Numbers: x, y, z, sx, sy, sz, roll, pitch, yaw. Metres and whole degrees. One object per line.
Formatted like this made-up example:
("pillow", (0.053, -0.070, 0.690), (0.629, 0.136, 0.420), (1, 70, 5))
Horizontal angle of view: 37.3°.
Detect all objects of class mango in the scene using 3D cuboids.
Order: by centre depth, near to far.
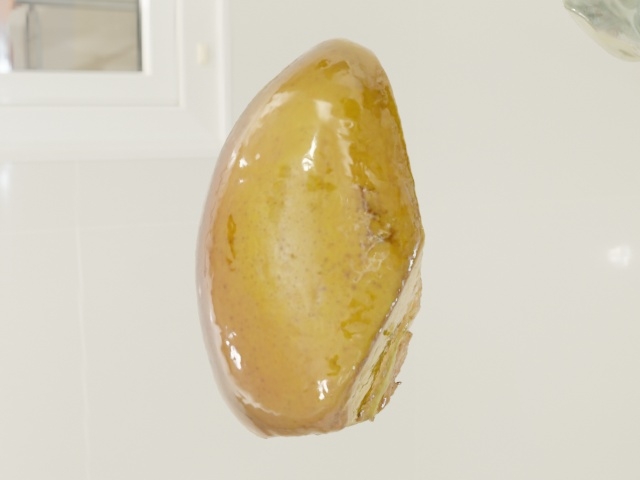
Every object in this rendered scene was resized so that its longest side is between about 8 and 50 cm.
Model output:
("mango", (0.000, 0.000, 0.804), (0.201, 0.199, 0.350), (1, 90, 59))

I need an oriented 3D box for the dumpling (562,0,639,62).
("dumpling", (0.229, -0.208, 0.732), (0.229, 0.151, 0.124), (56, 145, 12))
